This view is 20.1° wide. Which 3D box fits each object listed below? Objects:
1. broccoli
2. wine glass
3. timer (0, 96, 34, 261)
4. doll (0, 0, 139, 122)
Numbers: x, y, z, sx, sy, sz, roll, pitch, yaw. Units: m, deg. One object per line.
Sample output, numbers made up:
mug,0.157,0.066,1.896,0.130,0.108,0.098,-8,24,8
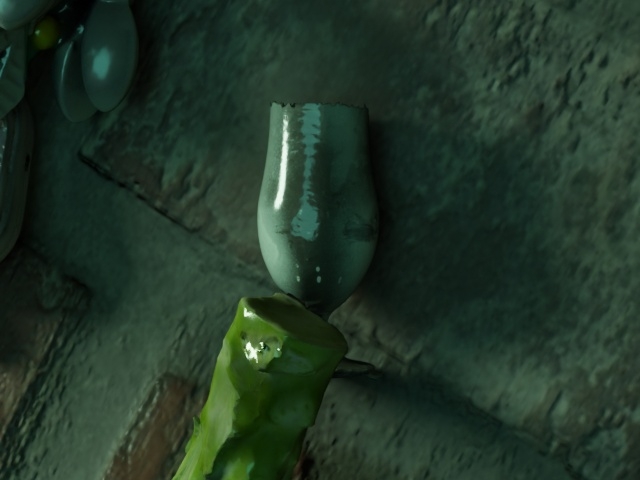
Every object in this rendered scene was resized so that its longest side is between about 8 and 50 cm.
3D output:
broccoli,-0.060,0.221,1.377,0.361,0.221,0.252,-57,39,40
wine glass,0.000,0.000,1.438,0.103,0.103,0.222,2,95,19
timer,-0.354,-0.064,1.549,0.208,0.069,0.190,5,82,9
doll,-0.228,-0.214,1.455,0.153,0.195,0.258,23,107,41
